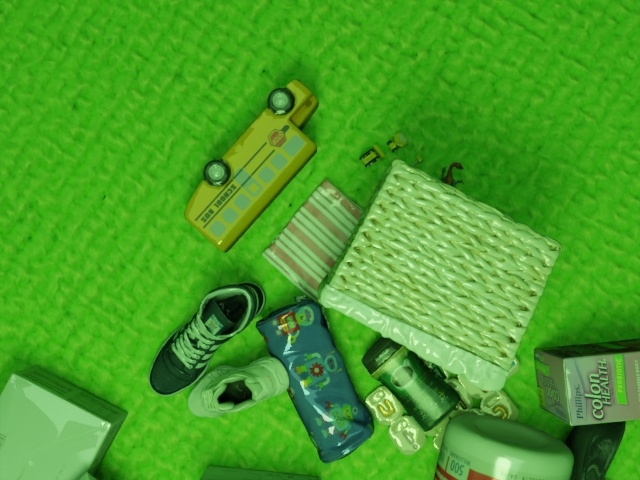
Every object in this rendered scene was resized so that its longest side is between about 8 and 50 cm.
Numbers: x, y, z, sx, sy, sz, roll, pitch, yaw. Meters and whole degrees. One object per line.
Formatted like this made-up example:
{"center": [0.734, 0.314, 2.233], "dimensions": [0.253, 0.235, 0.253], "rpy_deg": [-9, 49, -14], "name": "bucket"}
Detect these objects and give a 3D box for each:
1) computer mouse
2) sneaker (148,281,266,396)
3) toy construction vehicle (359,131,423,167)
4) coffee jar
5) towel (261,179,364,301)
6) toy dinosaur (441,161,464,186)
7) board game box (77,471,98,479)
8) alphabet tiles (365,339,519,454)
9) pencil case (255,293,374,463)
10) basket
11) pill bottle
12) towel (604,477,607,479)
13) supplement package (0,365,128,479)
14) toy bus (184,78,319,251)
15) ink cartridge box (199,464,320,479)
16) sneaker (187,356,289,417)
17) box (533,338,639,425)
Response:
{"center": [0.471, 0.417, 1.561], "dimensions": [0.072, 0.188, 0.272], "rpy_deg": [27, 71, 6], "name": "computer mouse"}
{"center": [-0.220, 0.180, 1.580], "dimensions": [0.282, 0.153, 0.099], "rpy_deg": [-44, 87, -2], "name": "sneaker"}
{"center": [0.138, -0.155, 1.659], "dimensions": [0.098, 0.035, 0.086], "rpy_deg": [-39, 77, -4], "name": "toy construction vehicle"}
{"center": [0.165, 0.257, 1.592], "dimensions": [0.096, 0.079, 0.184], "rpy_deg": [-43, 86, 6], "name": "coffee jar"}
{"center": [0.000, 0.000, 1.651], "dimensions": [0.144, 0.029, 0.197], "rpy_deg": [40, 88, 3], "name": "towel"}
{"center": [0.249, -0.105, 1.634], "dimensions": [0.047, 0.090, 0.082], "rpy_deg": [9, 132, 11], "name": "toy dinosaur"}
{"center": [-0.415, 0.609, 1.521], "dimensions": [0.318, 0.066, 0.319], "rpy_deg": [-44, 124, -1], "name": "board game box"}
{"center": [0.232, 0.273, 1.640], "dimensions": [0.284, 0.021, 0.278], "rpy_deg": [-38, 86, -2], "name": "alphabet tiles"}
{"center": [-0.004, 0.253, 1.594], "dimensions": [0.133, 0.119, 0.306], "rpy_deg": [-24, 87, -16], "name": "pencil case"}
{"center": [0.196, 0.055, 1.472], "dimensions": [0.331, 0.328, 0.266], "rpy_deg": [28, 91, 1], "name": "basket"}
{"center": [0.291, 0.534, 1.515], "dimensions": [0.229, 0.229, 0.408], "rpy_deg": [12, 93, 1], "name": "pill bottle"}
{"center": [0.586, 0.627, 1.615], "dimensions": [0.329, 0.037, 0.237], "rpy_deg": [36, 90, 4], "name": "towel"}
{"center": [-0.516, 0.396, 1.576], "dimensions": [0.204, 0.145, 0.262], "rpy_deg": [28, 87, 1], "name": "supplement package"}
{"center": [-0.118, -0.142, 1.618], "dimensions": [0.130, 0.108, 0.333], "rpy_deg": [42, 88, 2], "name": "toy bus"}
{"center": [-0.110, 0.456, 1.532], "dimensions": [0.223, 0.224, 0.045], "rpy_deg": [6, 87, 1], "name": "ink cartridge box"}
{"center": [-0.174, 0.275, 1.561], "dimensions": [0.232, 0.115, 0.090], "rpy_deg": [-27, 86, 34], "name": "sneaker"}
{"center": [0.533, 0.248, 1.543], "dimensions": [0.243, 0.213, 0.117], "rpy_deg": [-6, 87, 1], "name": "box"}
